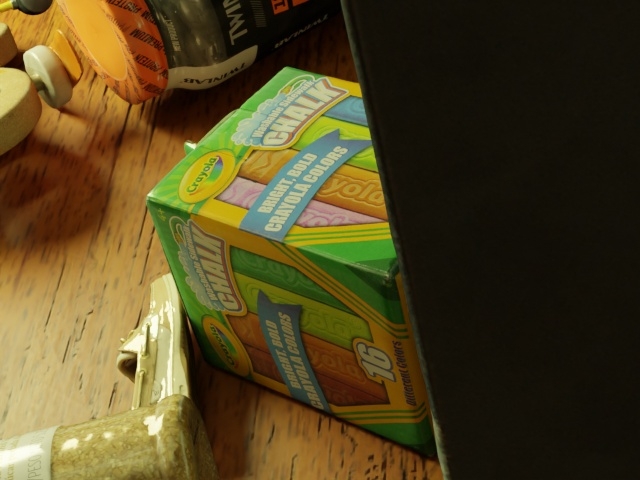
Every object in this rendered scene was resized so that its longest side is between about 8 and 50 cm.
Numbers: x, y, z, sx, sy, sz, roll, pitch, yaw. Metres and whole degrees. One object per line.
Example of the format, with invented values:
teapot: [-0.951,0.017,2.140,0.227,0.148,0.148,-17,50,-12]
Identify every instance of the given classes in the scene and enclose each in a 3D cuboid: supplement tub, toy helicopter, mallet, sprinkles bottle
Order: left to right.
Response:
sprinkles bottle: [-0.245,0.202,0.958,0.355,0.121,0.121,-14,39,2]
mallet: [-0.361,-0.225,1.455,0.189,0.039,0.062,-26,14,-22]
toy helicopter: [-0.337,-0.155,1.411,0.235,0.140,0.355,-23,26,3]
supplement tub: [-0.082,-0.285,1.405,0.338,0.207,0.207,-34,42,-19]

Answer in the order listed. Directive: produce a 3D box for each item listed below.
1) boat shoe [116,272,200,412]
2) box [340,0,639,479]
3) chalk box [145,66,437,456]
boat shoe: [-0.128,0.091,1.091,0.059,0.063,0.170,-10,40,-1]
box: [0.200,-0.041,0.686,0.297,0.480,0.472,-11,14,9]
chalk box: [0.000,0.000,1.063,0.289,0.180,0.179,17,49,36]
